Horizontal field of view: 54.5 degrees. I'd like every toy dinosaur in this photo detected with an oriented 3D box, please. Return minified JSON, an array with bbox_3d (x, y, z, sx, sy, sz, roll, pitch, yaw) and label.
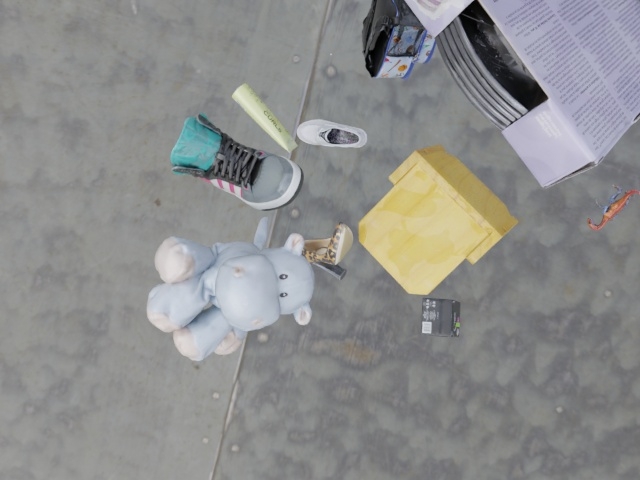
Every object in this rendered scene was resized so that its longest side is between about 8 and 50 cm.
[{"bbox_3d":[0.500,-0.055,1.077,0.047,0.090,0.082,32,93,8],"label":"toy dinosaur"}]

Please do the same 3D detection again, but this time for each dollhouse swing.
[{"bbox_3d":[0.342,-0.052,1.880,0.347,0.315,0.305,46,120,12],"label":"dollhouse swing"}]

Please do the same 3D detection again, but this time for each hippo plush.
[{"bbox_3d":[-0.119,0.100,1.056,0.236,0.294,0.235,7,104,42],"label":"hippo plush"}]

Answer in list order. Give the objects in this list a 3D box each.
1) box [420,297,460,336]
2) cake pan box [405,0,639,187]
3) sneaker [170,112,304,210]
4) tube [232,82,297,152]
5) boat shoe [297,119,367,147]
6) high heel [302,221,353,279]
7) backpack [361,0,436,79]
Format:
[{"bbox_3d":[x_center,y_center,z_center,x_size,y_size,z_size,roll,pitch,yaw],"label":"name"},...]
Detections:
[{"bbox_3d":[0.203,0.130,1.042,0.052,0.083,0.062,1,82,22],"label":"box"},{"bbox_3d":[0.225,-0.211,0.614,0.246,0.267,0.070,51,145,-1],"label":"cake pan box"},{"bbox_3d":[-0.176,-0.151,1.136,0.178,0.295,0.124,26,85,-44],"label":"sneaker"},{"bbox_3d":[-0.160,-0.361,1.848,0.240,0.062,0.070,48,66,-5],"label":"tube"},{"bbox_3d":[0.022,-0.262,1.547,0.184,0.063,0.066,16,104,16],"label":"boat shoe"},{"bbox_3d":[0.000,0.000,1.861,0.186,0.093,0.261,32,147,20],"label":"high heel"},{"bbox_3d":[0.221,-0.609,1.807,0.213,0.277,0.263,7,145,-15],"label":"backpack"}]
